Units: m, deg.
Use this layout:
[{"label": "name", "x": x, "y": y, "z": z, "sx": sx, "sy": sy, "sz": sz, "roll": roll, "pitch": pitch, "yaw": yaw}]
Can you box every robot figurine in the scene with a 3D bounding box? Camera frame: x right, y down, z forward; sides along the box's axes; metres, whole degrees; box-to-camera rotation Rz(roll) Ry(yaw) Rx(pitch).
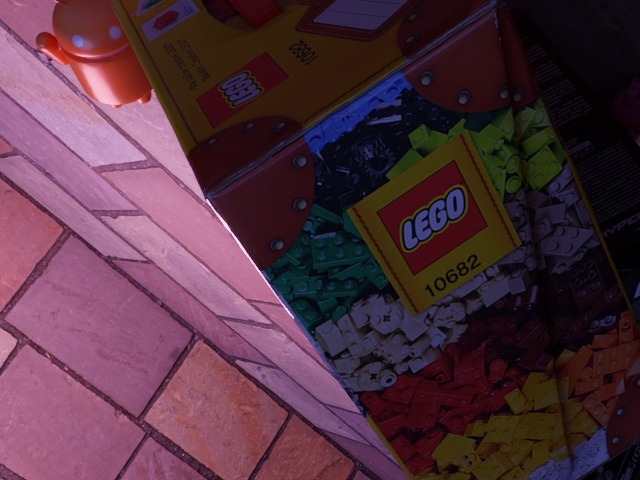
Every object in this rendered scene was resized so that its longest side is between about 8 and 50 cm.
[{"label": "robot figurine", "x": -0.298, "y": -0.275, "z": 1.284, "sx": 0.158, "sy": 0.128, "sz": 0.219, "roll": 27, "pitch": 159, "yaw": 18}]

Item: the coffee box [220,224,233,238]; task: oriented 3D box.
[{"label": "coffee box", "x": 0.000, "y": 0.000, "z": 1.490, "sx": 0.297, "sy": 0.119, "sz": 0.168, "roll": 34, "pitch": 159, "yaw": -3}]

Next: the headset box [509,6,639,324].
[{"label": "headset box", "x": 0.208, "y": -0.060, "z": 0.885, "sx": 0.293, "sy": 0.110, "sz": 0.218, "roll": 61, "pitch": 175, "yaw": 29}]

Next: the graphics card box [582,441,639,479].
[{"label": "graphics card box", "x": 0.364, "y": 0.275, "z": 1.413, "sx": 0.371, "sy": 0.233, "sz": 0.094, "roll": 35, "pitch": 156, "yaw": -8}]

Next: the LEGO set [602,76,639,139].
[{"label": "LEGO set", "x": 0.354, "y": -0.068, "z": 0.834, "sx": 0.227, "sy": 0.087, "sz": 0.093, "roll": 27, "pitch": 160, "yaw": 14}]

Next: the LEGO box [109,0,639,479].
[{"label": "LEGO box", "x": 0.025, "y": -0.057, "z": 0.773, "sx": 0.372, "sy": 0.193, "sz": 0.500, "roll": 57, "pitch": 179, "yaw": -33}]
